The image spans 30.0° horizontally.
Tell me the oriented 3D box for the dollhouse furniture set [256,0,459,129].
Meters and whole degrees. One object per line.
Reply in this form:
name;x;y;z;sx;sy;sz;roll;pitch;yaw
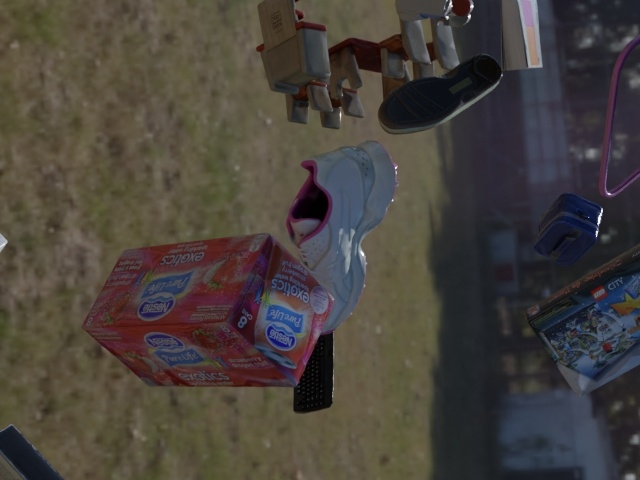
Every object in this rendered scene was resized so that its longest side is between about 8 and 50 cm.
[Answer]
dollhouse furniture set;0.033;-0.285;1.799;0.259;0.262;0.135;3;72;-45

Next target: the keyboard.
keyboard;-0.028;0.187;1.920;0.038;0.100;0.192;44;36;-44

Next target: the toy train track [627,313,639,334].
toy train track;0.422;0.112;1.530;0.083;0.048;0.014;-109;174;-64

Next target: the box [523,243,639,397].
box;0.457;0.120;1.852;0.159;0.233;0.044;55;13;-13

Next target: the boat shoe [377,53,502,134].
boat shoe;0.153;-0.177;1.567;0.068;0.190;0.072;60;-22;15

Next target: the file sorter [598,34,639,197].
file sorter;0.448;-0.096;1.198;0.182;0.291;0.202;-34;137;-35

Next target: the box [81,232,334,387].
box;-0.130;0.084;1.351;0.128;0.257;0.122;47;54;-33

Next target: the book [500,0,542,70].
book;0.269;-0.275;1.584;0.144;0.035;0.096;-22;108;-68

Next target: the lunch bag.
lunch bag;0.338;-0.013;1.624;0.098;0.067;0.065;120;-9;-56

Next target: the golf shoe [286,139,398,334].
golf shoe;0.000;0.000;1.646;0.115;0.140;0.306;44;-51;43

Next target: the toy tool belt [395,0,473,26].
toy tool belt;0.118;-0.238;1.183;0.051;0.083;0.052;-27;124;-58

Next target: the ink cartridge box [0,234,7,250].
ink cartridge box;-0.649;0.062;2.030;0.092;0.158;0.218;41;24;-3

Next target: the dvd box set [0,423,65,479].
dvd box set;-0.520;0.536;1.986;0.307;0.420;0.062;45;33;5
